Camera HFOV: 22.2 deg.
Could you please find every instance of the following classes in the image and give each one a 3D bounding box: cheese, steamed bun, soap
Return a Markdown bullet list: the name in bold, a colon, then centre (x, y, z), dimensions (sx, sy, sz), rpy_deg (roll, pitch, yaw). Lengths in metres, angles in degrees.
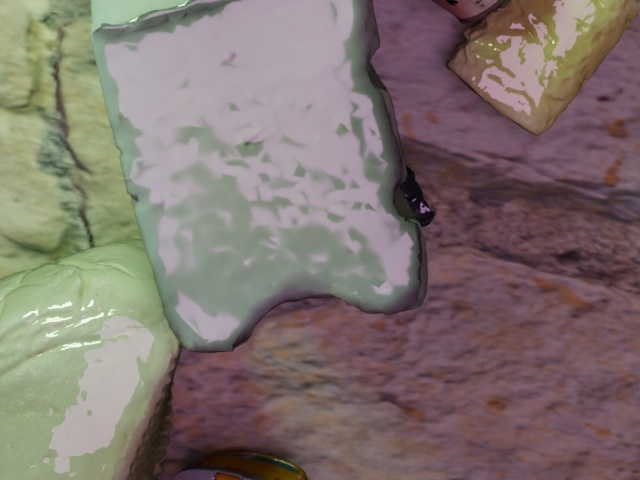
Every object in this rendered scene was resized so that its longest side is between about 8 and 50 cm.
- **cheese**: centre (0.214, -0.194, 1.558), dimensions (0.123, 0.094, 0.167), rpy_deg (37, 95, -18)
- **steamed bun**: centre (-0.261, 0.178, 1.495), dimensions (0.236, 0.247, 0.383), rpy_deg (13, 107, -2)
- **soap**: centre (-0.058, -0.140, 1.351), dimensions (0.213, 0.435, 0.350), rpy_deg (-12, 109, -1)

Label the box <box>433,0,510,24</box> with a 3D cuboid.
- **box**: centre (0.124, -0.282, 1.497), dimensions (0.135, 0.151, 0.151), rpy_deg (34, 96, -23)

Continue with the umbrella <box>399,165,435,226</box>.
- **umbrella**: centre (0.001, 0.002, 1.589), dimensions (0.224, 0.080, 0.071), rpy_deg (-26, 141, 1)

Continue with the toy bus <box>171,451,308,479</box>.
- **toy bus**: centre (-0.077, 0.310, 1.611), dimensions (0.126, 0.136, 0.209), rpy_deg (9, 104, 18)
